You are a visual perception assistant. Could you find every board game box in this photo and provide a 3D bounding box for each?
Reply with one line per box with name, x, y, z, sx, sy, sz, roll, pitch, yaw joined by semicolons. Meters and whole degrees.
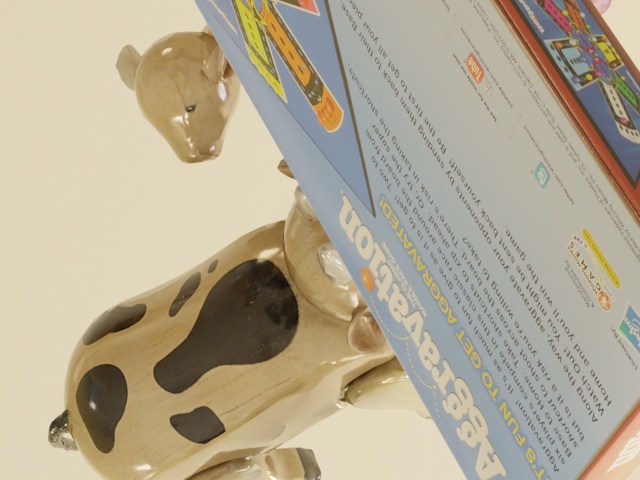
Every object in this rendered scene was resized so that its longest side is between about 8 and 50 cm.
board game box;0.016;-0.061;0.525;0.281;0.027;0.145;60;-27;22

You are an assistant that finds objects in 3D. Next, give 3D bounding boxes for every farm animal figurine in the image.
farm animal figurine;0.000;0.000;0.800;0.327;0.172;0.330;-48;-121;17
